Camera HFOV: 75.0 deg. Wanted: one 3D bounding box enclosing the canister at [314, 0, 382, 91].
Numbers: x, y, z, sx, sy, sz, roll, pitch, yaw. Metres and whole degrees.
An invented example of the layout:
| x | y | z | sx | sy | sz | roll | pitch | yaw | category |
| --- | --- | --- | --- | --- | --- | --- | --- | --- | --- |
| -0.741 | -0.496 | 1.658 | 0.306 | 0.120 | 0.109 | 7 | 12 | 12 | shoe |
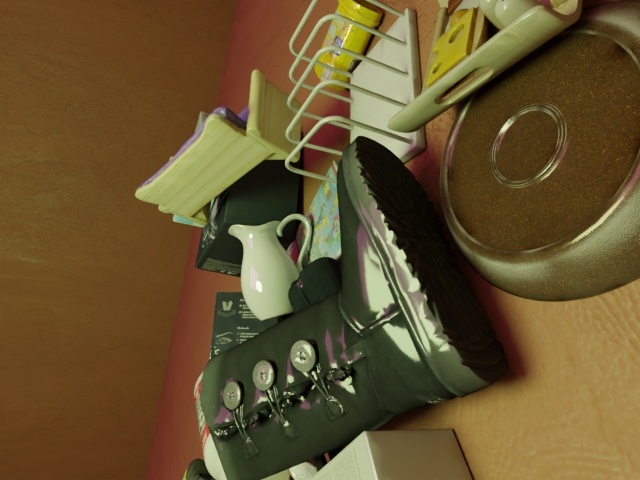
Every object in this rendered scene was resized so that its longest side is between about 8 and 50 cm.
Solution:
| x | y | z | sx | sy | sz | roll | pitch | yaw | category |
| --- | --- | --- | --- | --- | --- | --- | --- | --- | --- |
| 0.053 | -0.424 | 0.894 | 0.169 | 0.074 | 0.126 | -62 | 30 | 36 | canister |

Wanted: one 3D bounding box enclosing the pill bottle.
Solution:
| x | y | z | sx | sy | sz | roll | pitch | yaw | category |
| --- | --- | --- | --- | --- | --- | --- | --- | --- | --- |
| -0.174 | 0.412 | 0.920 | 0.318 | 0.177 | 0.176 | 36 | 113 | 63 | pill bottle |

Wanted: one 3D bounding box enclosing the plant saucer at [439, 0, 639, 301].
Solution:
| x | y | z | sx | sy | sz | roll | pitch | yaw | category |
| --- | --- | --- | --- | --- | --- | --- | --- | --- | --- |
| 0.226 | -0.093 | 0.434 | 0.311 | 0.050 | 0.310 | -32 | 53 | 57 | plant saucer |

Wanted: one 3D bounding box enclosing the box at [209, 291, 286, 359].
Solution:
| x | y | z | sx | sy | sz | roll | pitch | yaw | category |
| --- | --- | --- | --- | --- | --- | --- | --- | --- | --- |
| -0.166 | 0.204 | 0.988 | 0.093 | 0.156 | 0.158 | 68 | -158 | -69 | box |

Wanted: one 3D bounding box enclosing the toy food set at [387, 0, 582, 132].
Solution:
| x | y | z | sx | sy | sz | roll | pitch | yaw | category |
| --- | --- | --- | --- | --- | --- | --- | --- | --- | --- |
| 0.178 | -0.297 | 0.500 | 0.220 | 0.093 | 0.305 | -27 | 42 | 59 | toy food set |

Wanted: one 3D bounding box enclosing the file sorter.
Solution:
| x | y | z | sx | sy | sz | roll | pitch | yaw | category |
| --- | --- | --- | --- | --- | --- | --- | --- | --- | --- |
| 0.045 | -0.256 | 0.728 | 0.193 | 0.173 | 0.277 | -33 | 52 | 58 | file sorter |

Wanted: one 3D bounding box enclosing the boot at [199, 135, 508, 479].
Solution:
| x | y | z | sx | sy | sz | roll | pitch | yaw | category |
| --- | --- | --- | --- | --- | --- | --- | --- | --- | --- |
| -0.019 | 0.114 | 0.614 | 0.445 | 0.146 | 0.366 | -41 | 49 | 35 | boot |

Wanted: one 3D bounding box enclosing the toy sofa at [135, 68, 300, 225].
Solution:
| x | y | z | sx | sy | sz | roll | pitch | yaw | category |
| --- | --- | --- | --- | --- | --- | --- | --- | --- | --- |
| -0.217 | -0.181 | 0.856 | 0.363 | 0.177 | 0.150 | -27 | 51 | 40 | toy sofa |

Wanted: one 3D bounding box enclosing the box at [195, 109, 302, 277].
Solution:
| x | y | z | sx | sy | sz | roll | pitch | yaw | category |
| --- | --- | --- | --- | --- | --- | --- | --- | --- | --- |
| -0.200 | -0.112 | 1.150 | 0.312 | 0.179 | 0.342 | -40 | 41 | 52 | box |

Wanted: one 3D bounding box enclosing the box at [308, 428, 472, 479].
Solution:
| x | y | z | sx | sy | sz | roll | pitch | yaw | category |
| --- | --- | --- | --- | --- | --- | --- | --- | --- | --- |
| 0.076 | 0.303 | 0.494 | 0.170 | 0.130 | 0.090 | -59 | 31 | 36 | box |

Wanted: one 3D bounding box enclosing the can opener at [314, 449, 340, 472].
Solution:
| x | y | z | sx | sy | sz | roll | pitch | yaw | category |
| --- | --- | --- | --- | --- | --- | --- | --- | --- | --- |
| 0.022 | 0.383 | 0.660 | 0.186 | 0.059 | 0.073 | 53 | 128 | 57 | can opener |

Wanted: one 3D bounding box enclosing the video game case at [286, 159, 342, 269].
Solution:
| x | y | z | sx | sy | sz | roll | pitch | yaw | category |
| --- | --- | --- | --- | --- | --- | --- | --- | --- | --- |
| 0.000 | 0.000 | 0.895 | 0.285 | 0.025 | 0.204 | -60 | 31 | 35 | video game case |

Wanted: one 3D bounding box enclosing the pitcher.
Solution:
| x | y | z | sx | sy | sz | roll | pitch | yaw | category |
| --- | --- | --- | --- | --- | --- | --- | --- | --- | --- |
| -0.088 | 0.053 | 0.894 | 0.125 | 0.178 | 0.206 | 66 | -172 | -80 | pitcher |

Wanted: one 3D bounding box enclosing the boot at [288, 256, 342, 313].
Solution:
| x | y | z | sx | sy | sz | roll | pitch | yaw | category |
| --- | --- | --- | --- | --- | --- | --- | --- | --- | --- |
| -0.007 | 0.175 | 0.756 | 0.246 | 0.094 | 0.207 | -61 | 34 | 21 | boot |

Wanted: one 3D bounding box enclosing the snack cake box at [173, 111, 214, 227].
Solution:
| x | y | z | sx | sy | sz | roll | pitch | yaw | category |
| --- | --- | --- | --- | --- | --- | --- | --- | --- | --- |
| -0.313 | -0.186 | 1.111 | 0.264 | 0.089 | 0.152 | -62 | 28 | 29 | snack cake box |

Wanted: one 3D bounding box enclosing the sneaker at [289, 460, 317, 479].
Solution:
| x | y | z | sx | sy | sz | roll | pitch | yaw | category |
| --- | --- | --- | --- | --- | --- | --- | --- | --- | --- |
| -0.008 | 0.416 | 0.730 | 0.061 | 0.054 | 0.152 | -63 | 34 | 12 | sneaker |

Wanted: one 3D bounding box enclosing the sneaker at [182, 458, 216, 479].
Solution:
| x | y | z | sx | sy | sz | roll | pitch | yaw | category |
| --- | --- | --- | --- | --- | --- | --- | --- | --- | --- |
| -0.319 | 0.730 | 1.212 | 0.300 | 0.111 | 0.121 | 24 | 93 | 59 | sneaker |
